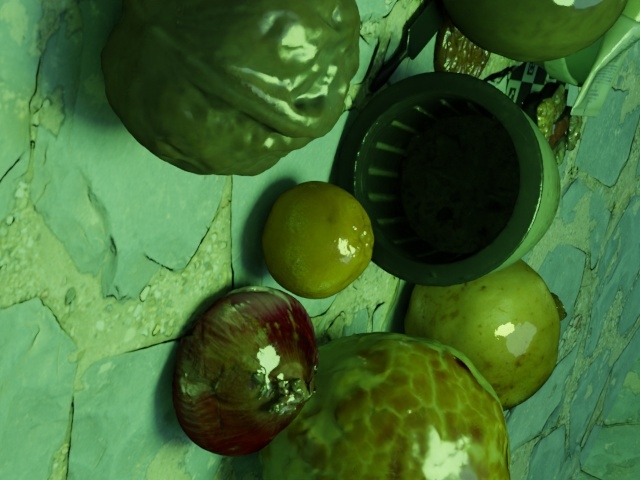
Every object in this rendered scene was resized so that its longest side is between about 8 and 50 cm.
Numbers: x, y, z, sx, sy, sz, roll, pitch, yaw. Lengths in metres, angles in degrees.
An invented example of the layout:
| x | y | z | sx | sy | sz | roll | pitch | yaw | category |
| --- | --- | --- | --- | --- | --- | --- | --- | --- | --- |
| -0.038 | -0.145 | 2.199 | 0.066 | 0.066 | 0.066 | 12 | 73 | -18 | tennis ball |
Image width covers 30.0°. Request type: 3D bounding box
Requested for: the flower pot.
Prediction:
| x | y | z | sx | sy | sz | roll | pitch | yaw | category |
| --- | --- | --- | --- | --- | --- | --- | --- | --- | --- |
| 0.215 | -0.087 | 1.761 | 0.330 | 0.294 | 0.293 | -3 | 111 | -68 | flower pot |

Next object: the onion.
| x | y | z | sx | sy | sz | roll | pitch | yaw | category |
| --- | --- | --- | --- | --- | --- | --- | --- | --- | --- |
| -0.075 | 0.174 | 1.536 | 0.230 | 0.163 | 0.230 | -15 | 109 | -50 | onion |

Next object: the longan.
| x | y | z | sx | sy | sz | roll | pitch | yaw | category |
| --- | --- | --- | --- | --- | --- | --- | --- | --- | --- |
| 0.311 | -0.406 | 1.712 | 0.243 | 0.300 | 0.300 | -77 | 167 | -52 | longan |

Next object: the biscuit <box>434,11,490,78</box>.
| x | y | z | sx | sy | sz | roll | pitch | yaw | category |
| --- | --- | --- | --- | --- | --- | --- | --- | --- | --- |
| 0.236 | -0.323 | 1.891 | 0.188 | 0.027 | 0.187 | -40 | 141 | -43 | biscuit |

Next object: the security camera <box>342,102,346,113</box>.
| x | y | z | sx | sy | sz | roll | pitch | yaw | category |
| --- | --- | --- | --- | --- | --- | --- | --- | --- | --- |
| -0.004 | -0.202 | 1.535 | 0.058 | 0.058 | 0.092 | -51 | 139 | -30 | security camera |

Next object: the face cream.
| x | y | z | sx | sy | sz | roll | pitch | yaw | category |
| --- | --- | --- | --- | --- | --- | --- | --- | --- | --- |
| 0.485 | -0.308 | 1.986 | 0.114 | 0.070 | 0.224 | -5 | 125 | -54 | face cream |

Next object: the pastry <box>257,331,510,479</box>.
| x | y | z | sx | sy | sz | roll | pitch | yaw | category |
| --- | --- | --- | --- | --- | --- | --- | --- | --- | --- |
| 0.105 | 0.316 | 1.713 | 0.389 | 0.313 | 0.388 | -3 | 96 | -35 | pastry |

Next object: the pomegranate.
| x | y | z | sx | sy | sz | roll | pitch | yaw | category |
| --- | --- | --- | --- | --- | --- | --- | --- | --- | --- |
| 0.269 | 0.159 | 2.029 | 0.307 | 0.307 | 0.307 | -39 | 139 | -43 | pomegranate |

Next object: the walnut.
| x | y | z | sx | sy | sz | roll | pitch | yaw | category |
| --- | --- | --- | --- | --- | --- | --- | --- | --- | --- |
| -0.087 | -0.193 | 1.203 | 0.273 | 0.273 | 0.227 | 22 | 53 | -62 | walnut |

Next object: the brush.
| x | y | z | sx | sy | sz | roll | pitch | yaw | category |
| --- | --- | --- | --- | --- | --- | --- | --- | --- | --- |
| 0.126 | -0.282 | 1.737 | 0.193 | 0.016 | 0.063 | -53 | 147 | -28 | brush |

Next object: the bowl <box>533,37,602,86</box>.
| x | y | z | sx | sy | sz | roll | pitch | yaw | category |
| --- | --- | --- | --- | --- | --- | --- | --- | --- | --- |
| 0.414 | -0.423 | 1.990 | 0.307 | 0.163 | 0.307 | -39 | 140 | -42 | bowl |

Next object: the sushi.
| x | y | z | sx | sy | sz | roll | pitch | yaw | category |
| --- | --- | --- | --- | --- | --- | --- | --- | --- | --- |
| 0.436 | -0.233 | 2.267 | 0.294 | 0.059 | 0.292 | -39 | 139 | -42 | sushi |

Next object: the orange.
| x | y | z | sx | sy | sz | roll | pitch | yaw | category |
| --- | --- | --- | --- | --- | --- | --- | --- | --- | --- |
| 0.000 | 0.000 | 1.565 | 0.159 | 0.136 | 0.159 | 12 | 76 | -61 | orange |
